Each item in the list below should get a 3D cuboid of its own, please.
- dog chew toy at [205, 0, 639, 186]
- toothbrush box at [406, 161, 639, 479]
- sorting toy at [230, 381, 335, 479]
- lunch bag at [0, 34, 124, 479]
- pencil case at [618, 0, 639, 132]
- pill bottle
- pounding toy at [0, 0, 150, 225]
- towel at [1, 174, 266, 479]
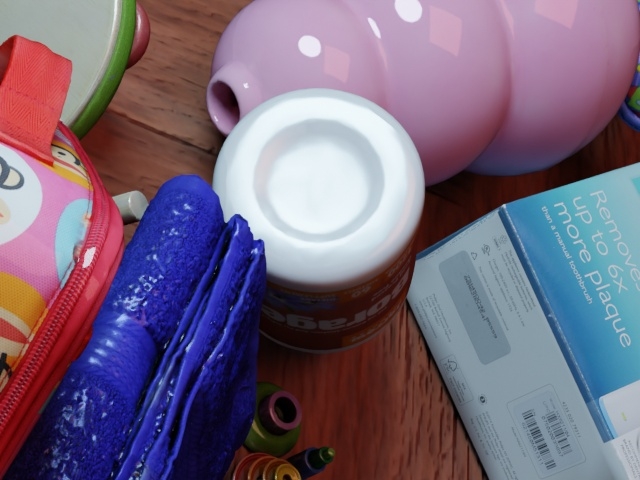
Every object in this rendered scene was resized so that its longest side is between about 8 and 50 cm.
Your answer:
[{"bbox_3d":[0.065,-0.128,1.239,0.332,0.206,0.207,-18,80,-35],"label":"dog chew toy"},{"bbox_3d":[0.229,0.064,1.319,0.295,0.126,0.216,-15,78,-45],"label":"toothbrush box"},{"bbox_3d":[-0.023,0.133,1.130,0.061,0.042,0.102,24,55,-29],"label":"sorting toy"},{"bbox_3d":[-0.188,0.022,0.835,0.120,0.293,0.258,29,96,-19],"label":"lunch bag"},{"bbox_3d":[0.299,-0.185,1.439,0.119,0.133,0.306,41,26,-10],"label":"pencil case"},{"bbox_3d":[0.000,0.000,1.090,0.121,0.216,0.121,0,72,1],"label":"pill bottle"},{"bbox_3d":[-0.164,-0.083,1.061,0.110,0.183,0.237,29,47,-59],"label":"pounding toy"},{"bbox_3d":[-0.099,0.144,0.908,0.076,0.228,0.308,13,45,11],"label":"towel"}]
